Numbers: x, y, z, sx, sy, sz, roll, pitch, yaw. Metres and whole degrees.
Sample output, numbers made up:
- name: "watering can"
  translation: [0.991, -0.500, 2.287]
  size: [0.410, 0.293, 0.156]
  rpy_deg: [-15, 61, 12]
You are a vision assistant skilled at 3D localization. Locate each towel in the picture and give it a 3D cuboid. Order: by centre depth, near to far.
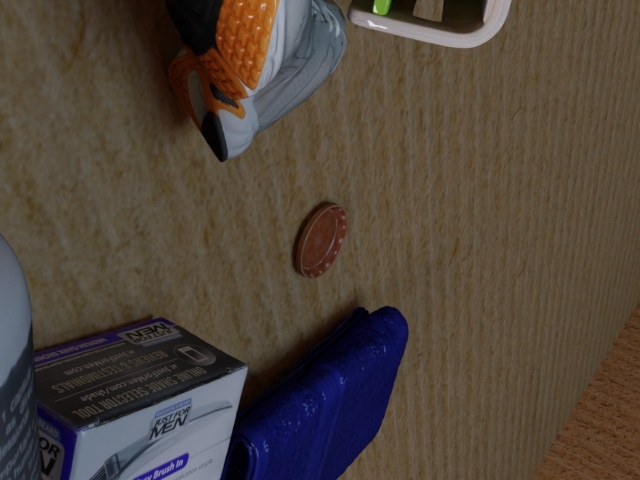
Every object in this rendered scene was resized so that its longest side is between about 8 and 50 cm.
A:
- name: "towel"
  translation: [-0.022, 0.215, 1.097]
  size: [0.308, 0.076, 0.228]
  rpy_deg: [-33, 145, -48]

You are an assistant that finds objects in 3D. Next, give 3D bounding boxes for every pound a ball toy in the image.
- name: "pound a ball toy"
  translation: [0.112, -0.270, 0.746]
  size: [0.319, 0.135, 0.208]
  rpy_deg: [-72, 173, -68]

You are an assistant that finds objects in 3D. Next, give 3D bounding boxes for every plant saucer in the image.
- name: "plant saucer"
  translation: [0.000, 0.000, 1.019]
  size: [0.083, 0.013, 0.083]
  rpy_deg: [-40, 142, -40]

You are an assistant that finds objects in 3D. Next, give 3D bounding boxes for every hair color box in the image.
- name: "hair color box"
  translation: [-0.186, 0.247, 0.785]
  size: [0.185, 0.110, 0.339]
  rpy_deg: [-13, 124, -56]

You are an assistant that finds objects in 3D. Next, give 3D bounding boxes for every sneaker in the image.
- name: "sneaker"
  translation: [-0.032, -0.146, 0.651]
  size: [0.121, 0.099, 0.262]
  rpy_deg: [-33, 177, -15]

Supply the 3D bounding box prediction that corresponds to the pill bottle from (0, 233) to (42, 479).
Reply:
- name: "pill bottle"
  translation: [-0.238, 0.097, 0.465]
  size: [0.204, 0.204, 0.361]
  rpy_deg: [-32, 138, -47]
